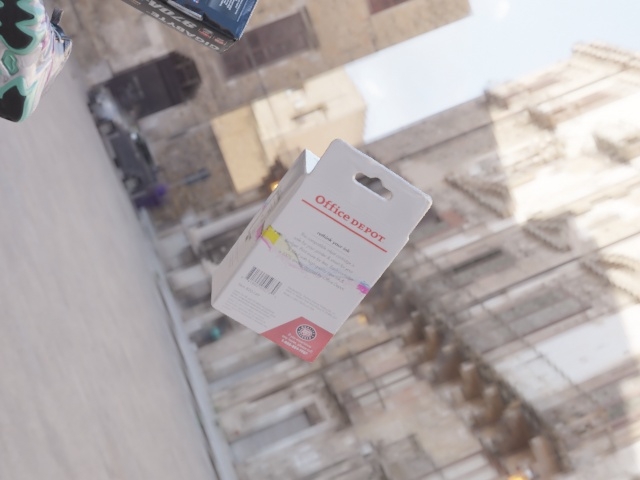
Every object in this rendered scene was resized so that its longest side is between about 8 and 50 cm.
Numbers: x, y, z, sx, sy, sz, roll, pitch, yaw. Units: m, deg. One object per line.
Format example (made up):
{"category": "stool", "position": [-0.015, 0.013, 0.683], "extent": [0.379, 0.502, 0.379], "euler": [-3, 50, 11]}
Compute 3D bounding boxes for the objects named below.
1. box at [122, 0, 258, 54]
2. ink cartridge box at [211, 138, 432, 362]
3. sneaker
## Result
{"category": "box", "position": [-0.102, -0.284, 0.941], "extent": [0.175, 0.220, 0.051], "euler": [27, -12, -17]}
{"category": "ink cartridge box", "position": [0.000, 0.000, 1.100], "extent": [0.115, 0.198, 0.067], "euler": [32, 20, -16]}
{"category": "sneaker", "position": [-0.167, -0.124, 0.701], "extent": [0.069, 0.038, 0.098], "euler": [-61, 175, -47]}
